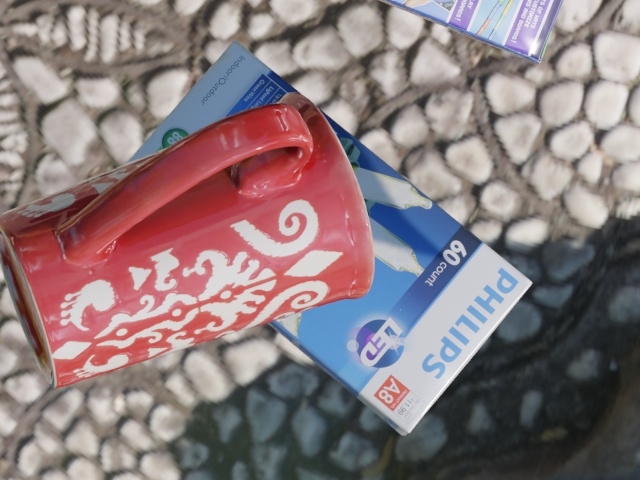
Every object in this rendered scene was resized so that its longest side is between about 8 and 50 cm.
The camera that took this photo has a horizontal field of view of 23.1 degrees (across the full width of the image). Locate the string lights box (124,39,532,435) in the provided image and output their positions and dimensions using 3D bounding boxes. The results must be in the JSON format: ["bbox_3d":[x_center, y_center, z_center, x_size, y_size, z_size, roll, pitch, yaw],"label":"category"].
[{"bbox_3d":[0.000,0.000,1.068,0.259,0.077,0.133,39,83,6],"label":"string lights box"}]

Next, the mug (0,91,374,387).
[{"bbox_3d":[-0.074,-0.011,0.788,0.169,0.113,0.150,-20,130,-16],"label":"mug"}]

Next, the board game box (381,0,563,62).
[{"bbox_3d":[0.084,-0.206,0.774,0.136,0.035,0.201,19,97,-20],"label":"board game box"}]
